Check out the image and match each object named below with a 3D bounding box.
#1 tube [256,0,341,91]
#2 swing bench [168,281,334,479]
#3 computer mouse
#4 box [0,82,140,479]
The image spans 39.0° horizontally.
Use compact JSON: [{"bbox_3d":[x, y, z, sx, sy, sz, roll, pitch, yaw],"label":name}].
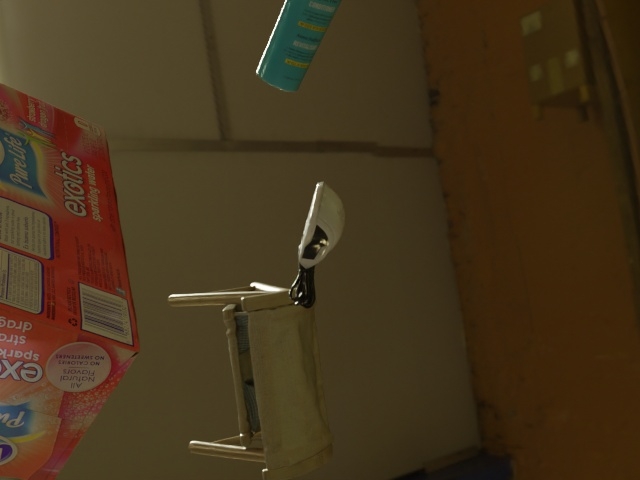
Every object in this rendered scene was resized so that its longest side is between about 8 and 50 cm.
[{"bbox_3d":[-0.008,-0.267,1.007,0.080,0.207,0.052,-2,-141,-44],"label":"tube"},{"bbox_3d":[-0.086,0.195,1.338,0.165,0.255,0.253,-8,-87,-35],"label":"swing bench"},{"bbox_3d":[0.000,0.000,1.065,0.042,0.193,0.106,14,-116,-2],"label":"computer mouse"},{"bbox_3d":[-0.238,0.012,0.626,0.154,0.142,0.300,24,-157,-31],"label":"box"}]
